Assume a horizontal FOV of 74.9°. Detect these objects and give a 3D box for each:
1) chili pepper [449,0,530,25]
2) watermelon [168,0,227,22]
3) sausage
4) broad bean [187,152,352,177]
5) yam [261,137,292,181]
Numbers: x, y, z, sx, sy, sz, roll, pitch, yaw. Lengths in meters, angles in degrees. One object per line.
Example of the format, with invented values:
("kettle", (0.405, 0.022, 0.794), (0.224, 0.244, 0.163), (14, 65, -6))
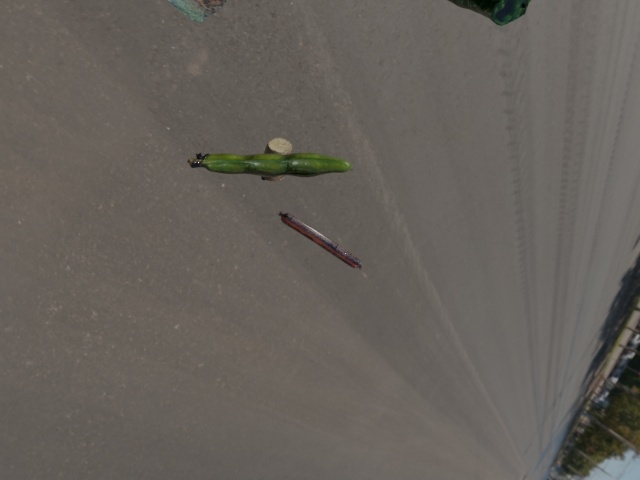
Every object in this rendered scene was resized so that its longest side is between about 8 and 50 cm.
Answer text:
("chili pepper", (0.330, -0.642, 0.973), (0.212, 0.385, 0.168), (-4, 144, -21))
("watermelon", (-0.159, -0.470, 0.675), (0.154, 0.240, 0.095), (-14, 92, -68))
("sausage", (0.000, 0.000, 0.824), (0.025, 0.198, 0.028), (-56, 179, -18))
("broad bean", (-0.087, -0.138, 0.766), (0.060, 0.296, 0.043), (121, -31, -83))
("yam", (-0.138, -0.245, 1.266), (0.084, 0.084, 0.127), (-27, 157, -33))
